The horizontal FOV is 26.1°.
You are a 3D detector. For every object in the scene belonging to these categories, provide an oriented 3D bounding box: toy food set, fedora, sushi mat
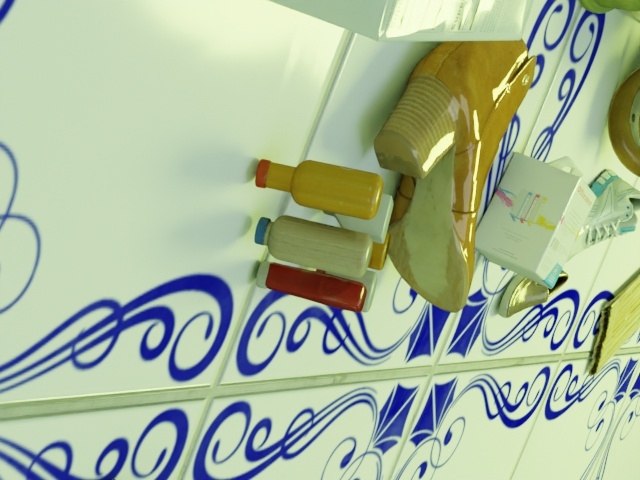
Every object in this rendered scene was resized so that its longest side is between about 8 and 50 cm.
[{"bbox_3d":[0.000,0.000,1.237,0.232,0.104,0.111,59,45,-79],"label":"toy food set"},{"bbox_3d":[0.477,-0.153,1.831,0.079,0.194,0.194,-96,-166,-62],"label":"fedora"},{"bbox_3d":[0.541,0.104,2.344,0.316,0.019,0.151,-34,139,-46],"label":"sushi mat"}]

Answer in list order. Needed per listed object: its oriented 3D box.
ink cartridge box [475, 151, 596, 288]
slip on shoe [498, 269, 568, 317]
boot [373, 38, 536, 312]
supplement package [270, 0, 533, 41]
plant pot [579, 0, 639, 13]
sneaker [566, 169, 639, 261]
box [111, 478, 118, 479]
[{"bbox_3d":[0.258,-0.032,1.641,0.143,0.090,0.092,-64,154,-4],"label":"ink cartridge box"},{"bbox_3d":[0.281,0.067,1.821,0.135,0.041,0.051,-29,137,-49],"label":"slip on shoe"},{"bbox_3d":[0.152,-0.082,1.396,0.211,0.104,0.295,-50,146,-26],"label":"boot"},{"bbox_3d":[0.067,-0.237,1.070,0.244,0.139,0.134,-12,122,-56],"label":"supplement package"},{"bbox_3d":[0.463,-0.352,1.555,0.276,0.254,0.276,-41,144,-39],"label":"plant pot"},{"bbox_3d":[0.386,-0.026,1.887,0.190,0.083,0.071,-43,148,-34],"label":"sneaker"},{"bbox_3d":[-0.175,0.312,1.212,0.184,0.045,0.190,-59,154,-6],"label":"box"}]
